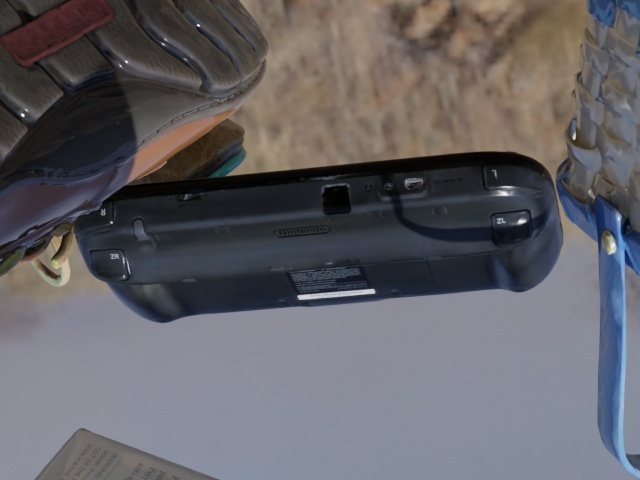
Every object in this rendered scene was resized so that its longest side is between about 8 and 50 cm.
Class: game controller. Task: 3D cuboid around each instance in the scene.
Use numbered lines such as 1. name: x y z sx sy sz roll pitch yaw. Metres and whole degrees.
1. game controller: 0.000 0.000 1.189 0.319 0.067 0.166 -5 162 10

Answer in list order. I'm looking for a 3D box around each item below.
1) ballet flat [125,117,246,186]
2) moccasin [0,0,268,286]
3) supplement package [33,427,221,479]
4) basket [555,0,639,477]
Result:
1. ballet flat: -0.151 -0.083 1.381 0.116 0.124 0.342 -31 -174 -13
2. moccasin: -0.147 -0.050 0.850 0.147 0.139 0.380 -40 -174 35
3. supplement package: -0.027 0.157 0.583 0.179 0.105 0.105 17 -141 17
4. basket: 0.257 -0.029 0.922 0.255 0.289 0.201 -17 -155 -16
